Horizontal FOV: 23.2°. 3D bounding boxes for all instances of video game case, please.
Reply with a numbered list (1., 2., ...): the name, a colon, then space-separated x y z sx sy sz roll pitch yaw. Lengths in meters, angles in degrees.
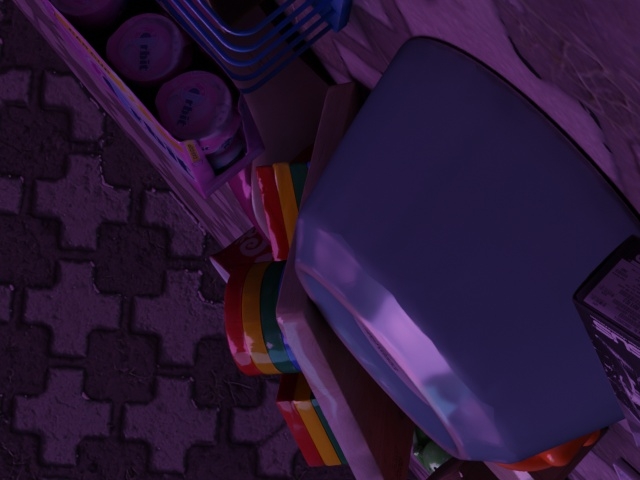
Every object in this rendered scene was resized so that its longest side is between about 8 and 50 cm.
1. video game case: 0.326 0.262 1.459 0.122 0.011 0.087 43 170 41

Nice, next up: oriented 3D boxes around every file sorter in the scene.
1. file sorter: -0.052 -0.186 1.086 0.118 0.104 0.170 48 172 5

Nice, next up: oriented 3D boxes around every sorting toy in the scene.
1. sorting toy: 0.007 0.050 1.292 0.257 0.089 0.255 -77 -27 -42

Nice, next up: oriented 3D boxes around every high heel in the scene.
1. high heel: -0.081 -0.144 1.382 0.181 0.127 0.377 32 149 43

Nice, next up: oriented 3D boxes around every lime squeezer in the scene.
1. lime squeezer: 0.154 0.231 1.907 0.059 0.110 0.310 34 179 -22

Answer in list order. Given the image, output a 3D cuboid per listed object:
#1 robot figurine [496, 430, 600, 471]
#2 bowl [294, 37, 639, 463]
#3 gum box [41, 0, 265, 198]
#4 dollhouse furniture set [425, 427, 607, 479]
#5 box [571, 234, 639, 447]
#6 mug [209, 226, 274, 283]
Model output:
1. robot figurine: 0.150 0.109 1.285 0.219 0.158 0.128 -147 55 -68
2. bowl: 0.099 0.031 1.067 0.311 0.163 0.311 49 171 10
3. gum box: -0.121 -0.124 1.142 0.188 0.062 0.107 48 172 18
4. dollhouse furniture set: 0.134 0.191 1.506 0.161 0.212 0.242 47 146 4
5. box: 0.258 0.114 0.862 0.231 0.056 0.183 36 165 39
6. mug: -0.011 0.006 1.540 0.113 0.169 0.150 49 173 -2
